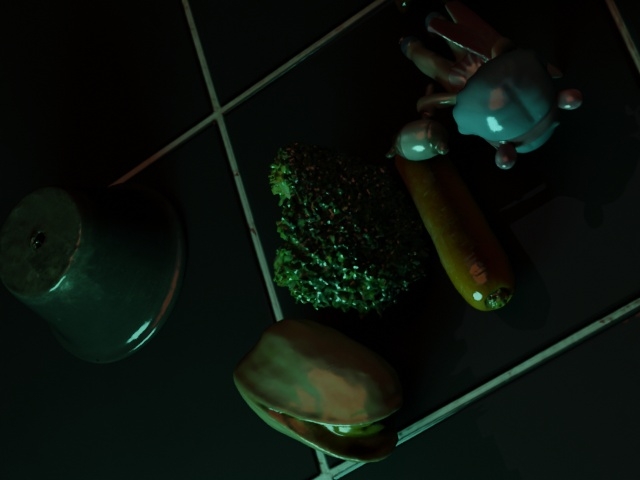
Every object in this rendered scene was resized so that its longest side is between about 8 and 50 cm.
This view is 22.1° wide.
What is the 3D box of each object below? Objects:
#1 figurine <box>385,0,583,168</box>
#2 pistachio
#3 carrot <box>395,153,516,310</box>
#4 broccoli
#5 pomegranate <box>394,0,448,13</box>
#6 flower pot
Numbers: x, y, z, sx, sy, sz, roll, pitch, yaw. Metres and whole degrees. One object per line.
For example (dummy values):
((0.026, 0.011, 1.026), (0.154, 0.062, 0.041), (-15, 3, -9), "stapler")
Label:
((0.146, -0.163, 1.729), (0.205, 0.103, 0.260), (-35, 40, -5), "figurine")
((0.000, 0.161, 1.745), (0.206, 0.131, 0.130), (26, 133, 39), "pistachio")
((0.146, -0.014, 1.737), (0.067, 0.067, 0.225), (-39, 53, 20), "carrot")
((0.000, 0.000, 1.797), (0.194, 0.194, 0.220), (-30, 82, 25), "broccoli")
((0.094, -0.413, 1.769), (0.290, 0.323, 0.291), (-23, 48, 29), "pomegranate")
((-0.297, 0.019, 2.003), (0.235, 0.148, 0.235), (-14, 65, 32), "flower pot")
